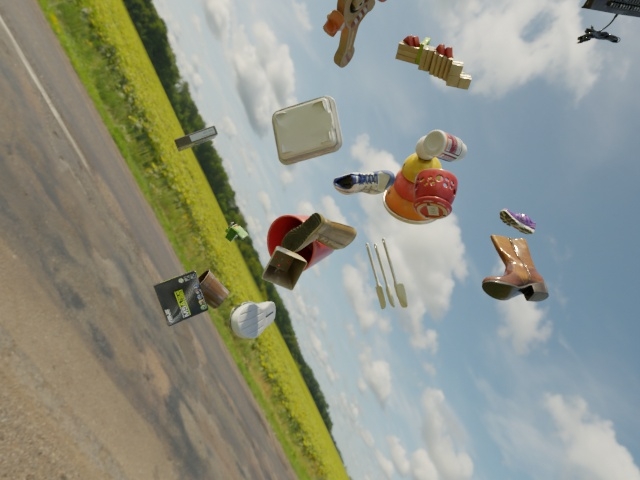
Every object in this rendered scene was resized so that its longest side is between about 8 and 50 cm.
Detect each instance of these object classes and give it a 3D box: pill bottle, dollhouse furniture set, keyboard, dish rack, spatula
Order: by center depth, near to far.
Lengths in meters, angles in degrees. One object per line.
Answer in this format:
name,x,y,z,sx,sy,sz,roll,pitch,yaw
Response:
keyboard,0.748,-0.570,1.123,0.033,0.318,0.201,60,-35,31
pill bottle,0.416,-0.307,1.515,0.086,0.152,0.085,-7,-99,46
spatula,0.220,0.114,1.559,0.168,0.019,0.241,155,-78,-68
dollhouse furniture set,-0.354,-0.044,1.974,0.076,0.058,0.152,41,21,4
dish rack,-0.077,-0.531,2.184,0.072,0.333,0.285,13,65,-73

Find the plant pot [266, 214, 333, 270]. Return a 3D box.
plant pot,-0.065,0.002,2.101,0.275,0.243,0.274,7,-77,36

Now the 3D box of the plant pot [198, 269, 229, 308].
plant pot,-0.595,0.272,2.470,0.165,0.167,0.167,45,-3,-18

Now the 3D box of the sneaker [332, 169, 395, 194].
sneaker,0.203,-0.274,2.182,0.131,0.297,0.111,13,69,-67

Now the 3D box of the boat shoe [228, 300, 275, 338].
boat shoe,-0.265,0.282,1.647,0.335,0.119,0.120,15,72,-76

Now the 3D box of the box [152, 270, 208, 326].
box,-0.602,0.248,1.984,0.045,0.184,0.190,-2,-74,60

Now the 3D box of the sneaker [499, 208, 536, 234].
sneaker,0.812,-0.088,1.891,0.170,0.071,0.068,29,-15,-13

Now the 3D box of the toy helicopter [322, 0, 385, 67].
toy helicopter,0.091,-0.692,1.464,0.140,0.235,0.355,38,-26,11

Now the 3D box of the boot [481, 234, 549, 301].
boot,0.688,0.081,1.699,0.096,0.265,0.280,102,-13,-50

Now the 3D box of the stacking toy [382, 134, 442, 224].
stacking toy,0.533,-0.353,2.436,0.479,0.351,0.350,94,-28,-45

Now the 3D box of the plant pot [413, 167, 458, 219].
plant pot,0.504,-0.200,2.048,0.191,0.191,0.174,86,20,-64

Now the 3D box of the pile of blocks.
pile of blocks,0.449,-0.707,1.753,0.362,0.149,0.112,42,-36,29

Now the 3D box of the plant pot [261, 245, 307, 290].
plant pot,-0.118,0.077,1.468,0.109,0.108,0.096,24,15,-16

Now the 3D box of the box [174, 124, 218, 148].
box,-0.422,-0.341,1.551,0.036,0.137,0.225,69,-12,-15

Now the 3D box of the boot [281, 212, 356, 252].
boot,0.000,0.000,1.931,0.270,0.236,0.089,22,37,-54
